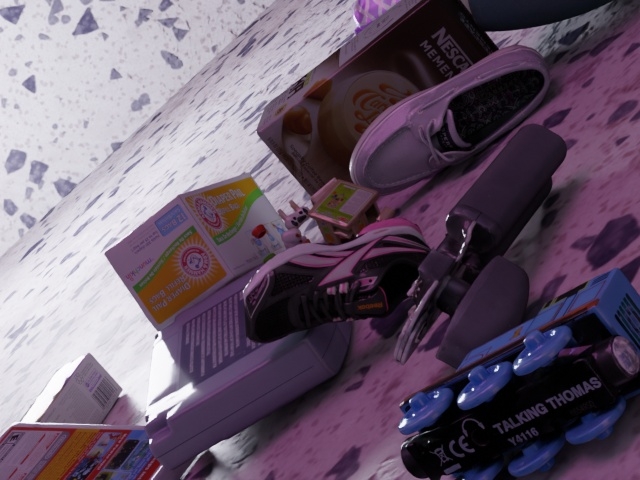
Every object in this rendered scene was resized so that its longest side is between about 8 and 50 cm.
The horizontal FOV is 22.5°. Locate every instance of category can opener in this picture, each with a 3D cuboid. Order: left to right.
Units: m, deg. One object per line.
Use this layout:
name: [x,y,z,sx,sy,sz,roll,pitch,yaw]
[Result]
can opener: [0.140,0.010,1.257,0.283,0.095,0.076,-47,-19,-46]

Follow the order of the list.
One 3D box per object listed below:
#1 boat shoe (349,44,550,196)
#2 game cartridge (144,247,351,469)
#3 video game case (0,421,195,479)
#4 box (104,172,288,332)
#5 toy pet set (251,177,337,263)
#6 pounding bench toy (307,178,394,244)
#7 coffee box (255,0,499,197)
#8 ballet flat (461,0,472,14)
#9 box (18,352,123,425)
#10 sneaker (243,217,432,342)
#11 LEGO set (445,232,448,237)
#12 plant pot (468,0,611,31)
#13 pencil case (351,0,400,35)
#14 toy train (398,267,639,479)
boat shoe: [0.127,-0.116,1.597,0.227,0.079,0.081,-33,14,7]
game cartridge: [-0.066,0.097,1.490,0.196,0.060,0.294,-35,15,6]
video game case: [-0.262,0.252,1.516,0.285,0.025,0.204,-5,37,44]
box: [-0.123,0.009,1.729,0.114,0.103,0.203,-36,-4,21]
toy pet set: [0.000,0.000,1.660,0.114,0.065,0.122,-40,-22,-8]
pounding bench toy: [0.042,-0.010,1.570,0.083,0.065,0.052,19,56,38]
coffee box: [0.071,-0.152,1.738,0.246,0.141,0.098,-37,15,19]
ballet flat: [0.200,-0.332,2.104,0.052,0.057,0.168,-2,41,53]
box: [-0.315,0.246,1.725,0.063,0.067,0.324,-30,20,35]
sneaker: [0.021,0.038,1.336,0.178,0.072,0.077,-27,36,-14]
LEGO set: [0.127,0.014,1.355,0.054,0.023,0.083,-40,27,17]
plant pot: [0.269,-0.359,1.654,0.195,0.290,0.290,3,33,17]
pencil case: [0.134,-0.347,2.249,0.206,0.086,0.088,-34,3,28]
toy train: [0.129,0.094,1.005,0.184,0.080,0.105,-33,7,37]
